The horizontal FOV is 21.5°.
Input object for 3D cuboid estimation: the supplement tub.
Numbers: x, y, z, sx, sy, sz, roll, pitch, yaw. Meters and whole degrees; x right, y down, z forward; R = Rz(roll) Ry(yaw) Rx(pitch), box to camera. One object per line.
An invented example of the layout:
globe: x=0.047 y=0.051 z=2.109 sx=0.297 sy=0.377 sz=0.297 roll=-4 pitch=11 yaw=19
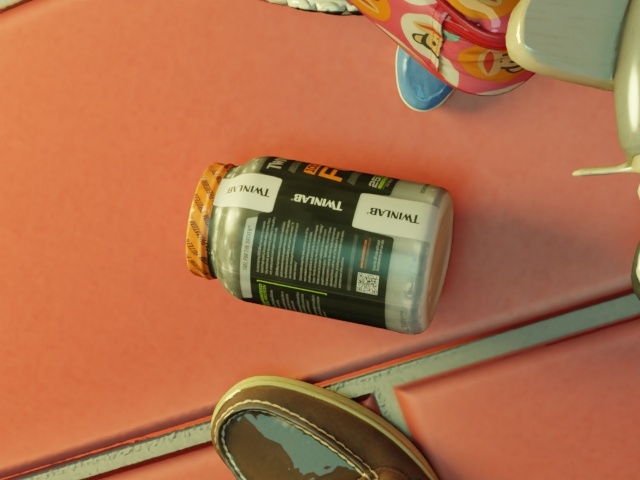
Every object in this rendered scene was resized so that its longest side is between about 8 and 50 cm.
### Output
supplement tub: x=0.000 y=0.000 z=1.298 sx=0.190 sy=0.117 sz=0.117 roll=11 pitch=106 yaw=11

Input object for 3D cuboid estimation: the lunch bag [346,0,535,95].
lunch bag: x=0.096 y=-0.272 z=1.165 sx=0.293 sy=0.120 sz=0.258 roll=39 pitch=76 yaw=11

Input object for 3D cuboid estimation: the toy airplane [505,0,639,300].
toy airplane: x=0.359 y=-0.085 z=1.096 sx=0.386 sy=0.272 sz=0.384 roll=-32 pitch=111 yaw=-2

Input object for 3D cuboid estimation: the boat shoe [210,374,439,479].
boat shoe: x=0.046 y=0.243 z=1.344 sx=0.342 sy=0.123 sz=0.123 roll=43 pitch=110 yaw=1

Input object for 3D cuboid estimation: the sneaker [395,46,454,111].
sneaker: x=0.088 y=-0.163 z=1.250 sx=0.058 sy=0.084 sz=0.152 roll=25 pitch=109 yaw=7

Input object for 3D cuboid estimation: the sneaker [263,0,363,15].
sneaker: x=-0.014 y=-0.211 z=1.276 sx=0.170 sy=0.068 sz=0.071 roll=15 pitch=101 yaw=11
